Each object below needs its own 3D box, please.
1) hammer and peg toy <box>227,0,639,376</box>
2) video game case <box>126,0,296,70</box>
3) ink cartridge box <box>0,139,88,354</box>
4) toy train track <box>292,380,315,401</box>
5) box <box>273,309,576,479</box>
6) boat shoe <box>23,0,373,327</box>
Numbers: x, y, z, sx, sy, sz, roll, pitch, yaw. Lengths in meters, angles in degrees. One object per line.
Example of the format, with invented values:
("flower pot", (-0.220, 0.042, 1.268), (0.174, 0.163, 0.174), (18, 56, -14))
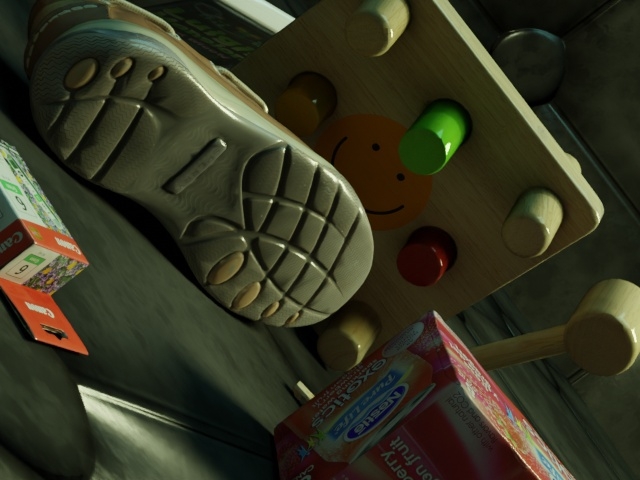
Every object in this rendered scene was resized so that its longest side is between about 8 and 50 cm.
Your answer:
("hammer and peg toy", (0.069, -0.007, 1.392), (0.361, 0.266, 0.127), (52, 31, -9))
("video game case", (-0.063, -0.158, 1.502), (0.190, 0.022, 0.173), (27, -16, -35))
("ink cartridge box", (-0.144, -0.001, 0.897), (0.115, 0.029, 0.063), (55, 8, 19))
("toy train track", (0.009, 0.130, 1.250), (0.083, 0.014, 0.048), (47, 16, 1))
("box", (0.100, 0.187, 1.104), (0.257, 0.128, 0.122), (51, 9, -17))
("boat shoe", (-0.075, -0.058, 1.215), (0.324, 0.123, 0.116), (47, 8, -44))
